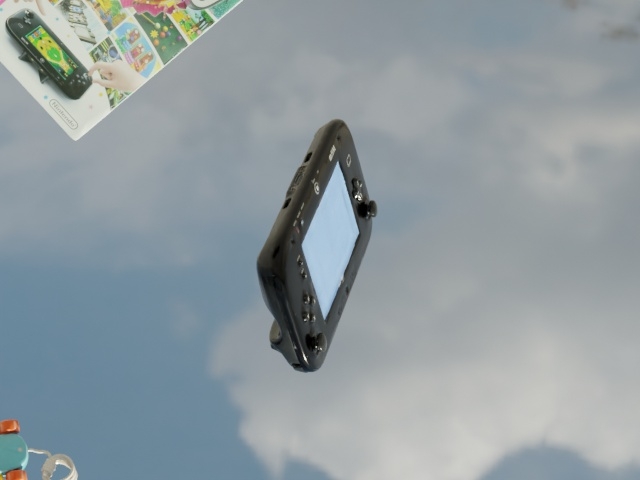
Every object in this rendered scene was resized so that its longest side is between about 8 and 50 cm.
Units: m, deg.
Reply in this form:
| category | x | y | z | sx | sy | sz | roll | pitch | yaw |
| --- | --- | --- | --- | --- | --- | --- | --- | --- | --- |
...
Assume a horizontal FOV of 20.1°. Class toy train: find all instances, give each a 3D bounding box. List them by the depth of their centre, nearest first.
| category | x | y | z | sx | sy | sz | roll | pitch | yaw |
| --- | --- | --- | --- | --- | --- | --- | --- | --- | --- |
| toy train | -0.293 | 0.236 | 1.558 | 0.125 | 0.046 | 0.166 | 38 | -114 | 8 |

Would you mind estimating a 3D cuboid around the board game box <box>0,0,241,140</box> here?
| category | x | y | z | sx | sy | sz | roll | pitch | yaw |
| --- | --- | --- | --- | --- | --- | --- | --- | --- | --- |
| board game box | -0.195 | -0.280 | 1.735 | 0.224 | 0.303 | 0.097 | 48 | -168 | -15 |

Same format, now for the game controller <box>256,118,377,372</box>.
| category | x | y | z | sx | sy | sz | roll | pitch | yaw |
| --- | --- | --- | --- | --- | --- | --- | --- | --- | --- |
| game controller | 0.000 | 0.000 | 1.998 | 0.067 | 0.166 | 0.319 | 2 | -146 | 14 |
